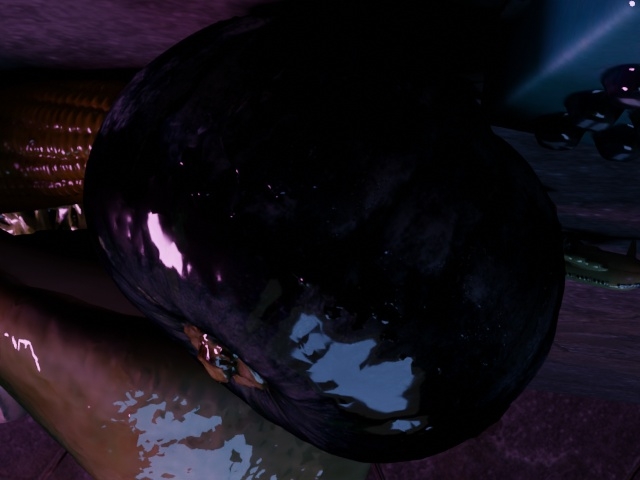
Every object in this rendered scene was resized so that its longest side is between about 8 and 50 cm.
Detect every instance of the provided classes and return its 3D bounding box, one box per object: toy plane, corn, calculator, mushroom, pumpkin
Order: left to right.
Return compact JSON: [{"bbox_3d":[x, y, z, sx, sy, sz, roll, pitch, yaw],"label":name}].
[{"bbox_3d":[-0.170,-0.053,1.004,0.231,0.080,0.080,0,169,43],"label":"corn"},{"bbox_3d":[-0.116,0.082,1.029,0.217,0.212,0.292,-1,-151,-19],"label":"mushroom"},{"bbox_3d":[0.000,0.000,0.798,0.233,0.163,0.233,32,167,9],"label":"pumpkin"},{"bbox_3d":[0.202,0.017,1.320,0.111,0.040,0.102,2,172,28],"label":"toy plane"},{"bbox_3d":[0.207,-0.062,0.681,0.274,0.058,0.248,9,171,-8],"label":"calculator"}]

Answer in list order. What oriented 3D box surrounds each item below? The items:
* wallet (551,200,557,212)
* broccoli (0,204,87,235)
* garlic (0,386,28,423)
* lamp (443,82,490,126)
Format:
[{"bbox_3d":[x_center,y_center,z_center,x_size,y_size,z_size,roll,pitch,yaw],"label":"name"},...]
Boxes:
[{"bbox_3d":[0.040,-0.022,1.095,0.141,0.067,0.241,-1,168,38],"label":"wallet"},{"bbox_3d":[-0.168,-0.006,1.206,0.145,0.138,0.162,19,127,-38],"label":"broccoli"},{"bbox_3d":[-0.346,0.053,1.502,0.237,0.210,0.292,2,164,-8],"label":"garlic"},{"bbox_3d":[0.026,-0.069,0.894,0.121,0.041,0.054,3,163,11],"label":"lamp"}]
